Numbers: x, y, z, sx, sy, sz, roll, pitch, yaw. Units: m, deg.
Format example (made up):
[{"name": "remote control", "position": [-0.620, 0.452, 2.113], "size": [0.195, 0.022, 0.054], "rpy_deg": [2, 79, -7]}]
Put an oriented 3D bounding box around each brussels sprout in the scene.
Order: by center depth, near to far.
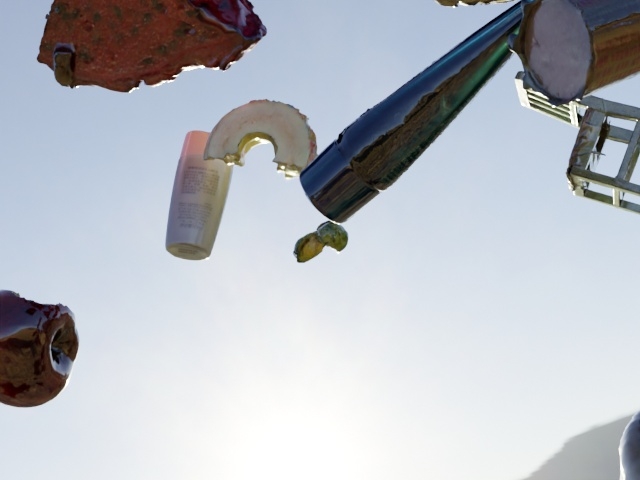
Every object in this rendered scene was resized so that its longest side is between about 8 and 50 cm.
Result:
[{"name": "brussels sprout", "position": [0.000, 0.000, 1.332], "size": [0.083, 0.046, 0.051], "rpy_deg": [-17, 25, 31]}]

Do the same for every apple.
[{"name": "apple", "position": [-0.428, 0.150, 1.336], "size": [0.158, 0.147, 0.156], "rpy_deg": [2, -48, 11]}]

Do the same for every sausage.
[{"name": "sausage", "position": [0.296, -0.186, 0.721], "size": [0.372, 0.082, 0.082], "rpy_deg": [-23, -17, -29]}]

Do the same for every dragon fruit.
[{"name": "dragon fruit", "position": [-0.236, -0.321, 1.343], "size": [0.302, 0.330, 0.240], "rpy_deg": [-63, -18, 1]}]

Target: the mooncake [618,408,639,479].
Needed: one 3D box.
[{"name": "mooncake", "position": [0.532, 0.324, 1.044], "size": [0.393, 0.394, 0.246], "rpy_deg": [-19, -62, -35]}]

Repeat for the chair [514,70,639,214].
[{"name": "chair", "position": [0.426, -0.152, 1.564], "size": [0.270, 0.147, 0.136], "rpy_deg": [20, -6, 19]}]

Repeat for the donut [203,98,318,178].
[{"name": "donut", "position": [-0.074, -0.141, 1.355], "size": [0.166, 0.108, 0.065], "rpy_deg": [10, -16, 17]}]

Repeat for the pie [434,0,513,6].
[{"name": "pie", "position": [0.211, -0.381, 1.007], "size": [0.308, 0.308, 0.085], "rpy_deg": [-29, -39, 24]}]

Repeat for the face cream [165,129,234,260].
[{"name": "face cream", "position": [-0.179, -0.069, 1.434], "size": [0.084, 0.198, 0.057], "rpy_deg": [10, -28, -2]}]

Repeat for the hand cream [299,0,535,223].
[{"name": "hand cream", "position": [0.100, -0.118, 0.773], "size": [0.270, 0.061, 0.120], "rpy_deg": [-40, -1, 13]}]
